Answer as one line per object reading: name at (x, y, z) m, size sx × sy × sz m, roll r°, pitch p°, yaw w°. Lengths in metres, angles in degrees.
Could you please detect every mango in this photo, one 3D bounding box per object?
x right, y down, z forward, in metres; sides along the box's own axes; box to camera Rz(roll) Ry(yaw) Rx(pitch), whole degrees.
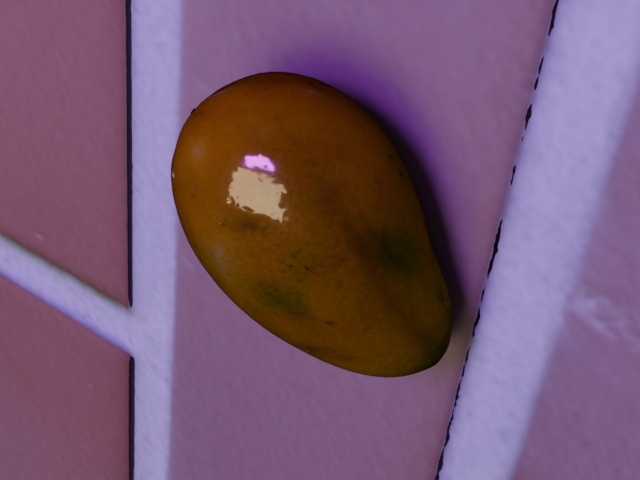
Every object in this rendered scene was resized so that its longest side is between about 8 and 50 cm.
mango at (-0.005, -0.002, 0.548) m, size 0.111 × 0.089 × 0.163 m, roll 6°, pitch 131°, yaw 36°
